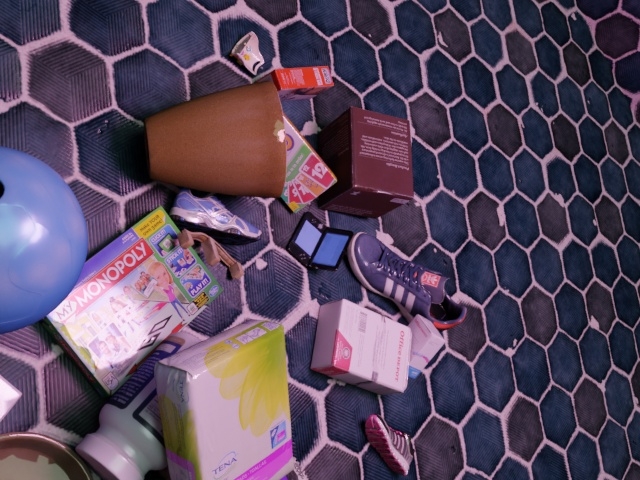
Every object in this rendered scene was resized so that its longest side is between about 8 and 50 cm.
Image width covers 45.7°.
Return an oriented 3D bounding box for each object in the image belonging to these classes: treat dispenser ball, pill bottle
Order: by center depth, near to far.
[{"bbox_3d":[-0.504,0.000,1.151,0.288,0.288,0.288,14,68,-37],"label":"treat dispenser ball"},{"bbox_3d":[-0.287,0.300,1.325,0.153,0.153,0.264,51,58,-16],"label":"pill bottle"}]

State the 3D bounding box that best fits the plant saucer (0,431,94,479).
[{"bbox_3d":[-0.486,0.444,1.194,0.278,0.041,0.278,13,69,-38],"label":"plant saucer"}]

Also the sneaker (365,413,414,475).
[{"bbox_3d":[0.162,0.451,1.729,0.075,0.063,0.170,-47,112,-39],"label":"sneaker"}]

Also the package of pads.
[{"bbox_3d":[-0.157,0.304,1.280,0.229,0.101,0.296,-21,114,-46],"label":"package of pads"}]

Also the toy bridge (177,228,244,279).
[{"bbox_3d":[-0.221,0.021,1.528,0.188,0.026,0.063,37,22,-51],"label":"toy bridge"}]

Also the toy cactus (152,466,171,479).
[{"bbox_3d":[-0.263,0.451,1.352,0.219,0.112,0.180,10,60,-29],"label":"toy cactus"}]

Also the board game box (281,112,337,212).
[{"bbox_3d":[-0.090,-0.195,1.683,0.259,0.124,0.039,50,12,-15],"label":"board game box"}]

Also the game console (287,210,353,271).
[{"bbox_3d":[0.000,0.000,1.726,0.107,0.071,0.122,43,53,-23],"label":"game console"}]

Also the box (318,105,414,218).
[{"bbox_3d":[0.103,-0.180,1.791,0.168,0.167,0.203,9,70,-28],"label":"box"}]

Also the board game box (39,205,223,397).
[{"bbox_3d":[-0.350,0.106,1.412,0.213,0.046,0.317,56,49,-13],"label":"board game box"}]

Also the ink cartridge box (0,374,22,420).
[{"bbox_3d":[-0.610,0.212,1.055,0.270,0.198,0.197,49,50,-19],"label":"ink cartridge box"}]

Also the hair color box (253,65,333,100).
[{"bbox_3d":[-0.062,-0.364,1.773,0.167,0.093,0.053,-17,88,-42],"label":"hair color box"}]

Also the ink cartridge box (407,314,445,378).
[{"bbox_3d":[0.225,0.249,1.786,0.052,0.122,0.088,27,17,-31],"label":"ink cartridge box"}]

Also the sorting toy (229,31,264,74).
[{"bbox_3d":[-0.163,-0.421,1.743,0.075,0.045,0.083,47,51,-29],"label":"sorting toy"}]

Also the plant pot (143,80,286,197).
[{"bbox_3d":[-0.216,-0.192,1.503,0.254,0.237,0.237,-6,79,-16],"label":"plant pot"}]

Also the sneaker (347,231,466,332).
[{"bbox_3d":[0.219,0.093,1.830,0.350,0.148,0.131,41,54,-23],"label":"sneaker"}]

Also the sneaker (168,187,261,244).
[{"bbox_3d":[-0.208,-0.046,1.558,0.211,0.080,0.081,20,64,-35],"label":"sneaker"}]

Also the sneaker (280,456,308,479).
[{"bbox_3d":[-0.146,0.423,1.447,0.293,0.102,0.146,53,51,-14],"label":"sneaker"}]

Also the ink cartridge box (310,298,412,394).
[{"bbox_3d":[0.096,0.244,1.717,0.218,0.092,0.158,25,61,-30],"label":"ink cartridge box"}]
